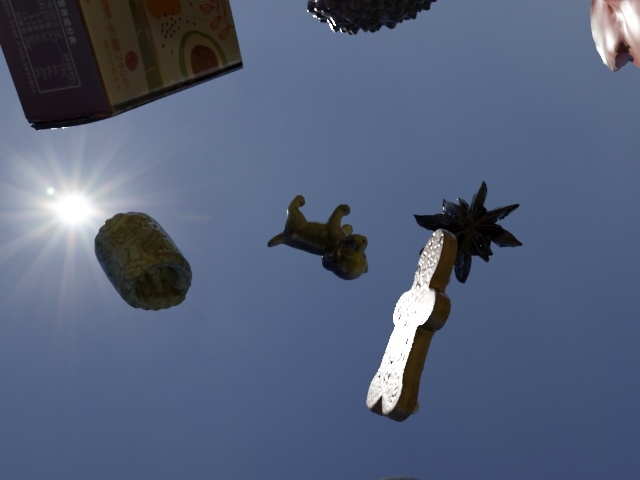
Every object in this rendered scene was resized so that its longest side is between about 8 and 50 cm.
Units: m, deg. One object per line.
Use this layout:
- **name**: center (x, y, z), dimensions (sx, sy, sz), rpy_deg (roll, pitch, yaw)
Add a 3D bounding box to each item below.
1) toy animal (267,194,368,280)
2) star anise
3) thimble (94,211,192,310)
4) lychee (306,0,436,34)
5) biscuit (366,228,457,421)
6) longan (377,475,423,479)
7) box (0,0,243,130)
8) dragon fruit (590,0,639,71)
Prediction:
- **toy animal**: center (0.013, -0.007, 1.421), dimensions (0.233, 0.121, 0.168), rpy_deg (19, -129, 9)
- **star anise**: center (0.363, -0.028, 1.531), dimensions (0.283, 0.129, 0.212), rpy_deg (-33, -102, -1)
- **thimble**: center (-0.330, 0.043, 1.173), dimensions (0.137, 0.190, 0.143), rpy_deg (-43, -118, -3)
- **lychee**: center (0.119, -0.570, 1.081), dimensions (0.381, 0.432, 0.380), rpy_deg (24, -175, -2)
- **biscuit**: center (0.118, 0.101, 0.743), dimensions (0.035, 0.158, 0.240), rpy_deg (22, -97, -8)
- **longan**: center (0.124, 0.510, 1.052), dimensions (0.197, 0.220, 0.196), rpy_deg (31, -161, -12)
- **box**: center (-0.255, -0.367, 0.754), dimensions (0.122, 0.385, 0.344), rpy_deg (-3, -158, 20)
- **dragon fruit**: center (0.254, -0.196, 0.303), dimensions (0.226, 0.305, 0.305), rpy_deg (38, -137, -10)
